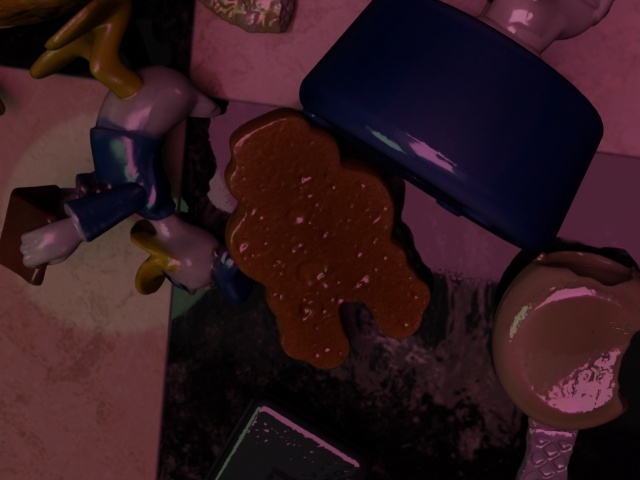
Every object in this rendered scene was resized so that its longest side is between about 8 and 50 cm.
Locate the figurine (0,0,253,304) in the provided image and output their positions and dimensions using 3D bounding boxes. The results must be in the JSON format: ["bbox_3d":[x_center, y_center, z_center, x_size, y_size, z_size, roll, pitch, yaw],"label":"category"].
[{"bbox_3d":[-0.200,-0.042,0.953,0.283,0.204,0.338,-45,105,-8],"label":"figurine"}]

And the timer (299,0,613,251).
[{"bbox_3d":[0.186,-0.212,0.824,0.270,0.270,0.383,33,93,2],"label":"timer"}]

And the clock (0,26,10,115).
[{"bbox_3d":[-0.478,-0.248,1.002,0.308,0.096,0.235,21,106,4],"label":"clock"}]

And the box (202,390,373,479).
[{"bbox_3d":[-0.058,0.303,1.065,0.160,0.050,0.230,31,102,1],"label":"box"}]

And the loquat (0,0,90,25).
[{"bbox_3d":[-0.290,-0.322,0.864,0.263,0.263,0.263,3,104,11],"label":"loquat"}]

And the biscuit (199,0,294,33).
[{"bbox_3d":[-0.081,-0.342,0.930,0.188,0.040,0.265,-12,102,14],"label":"biscuit"}]

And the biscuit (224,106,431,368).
[{"bbox_3d":[-0.001,-0.001,0.951,0.186,0.044,0.295,-23,116,-2],"label":"biscuit"}]

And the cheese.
[{"bbox_3d":[0.258,0.155,0.965,0.163,0.082,0.286,7,107,10],"label":"cheese"}]
